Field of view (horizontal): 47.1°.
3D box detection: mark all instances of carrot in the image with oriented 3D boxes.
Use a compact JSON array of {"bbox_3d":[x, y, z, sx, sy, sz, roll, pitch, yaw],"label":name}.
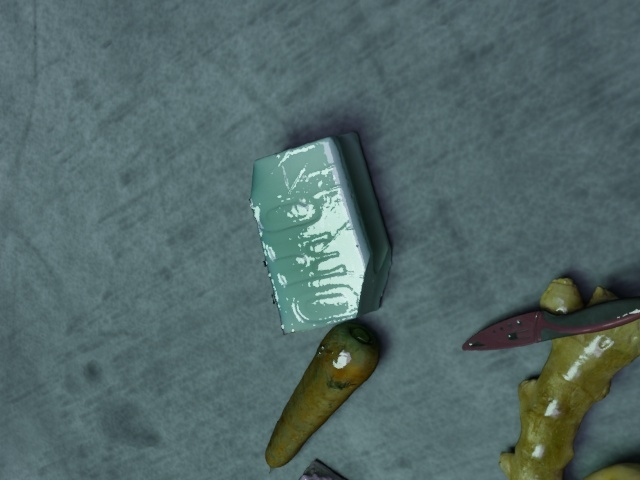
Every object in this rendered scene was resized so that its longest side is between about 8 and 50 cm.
[{"bbox_3d":[-0.016,0.227,0.972,0.078,0.078,0.298,37,120,11],"label":"carrot"}]

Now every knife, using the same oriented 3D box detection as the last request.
[{"bbox_3d":[0.245,0.091,0.793,0.247,0.018,0.035,-23,76,48],"label":"knife"}]

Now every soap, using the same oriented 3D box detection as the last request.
[{"bbox_3d":[0.000,0.000,0.890,0.145,0.091,0.231,-14,96,27],"label":"soap"}]

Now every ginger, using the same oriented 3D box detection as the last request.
[{"bbox_3d":[0.275,0.190,0.828,0.118,0.065,0.299,24,111,37],"label":"ginger"}]

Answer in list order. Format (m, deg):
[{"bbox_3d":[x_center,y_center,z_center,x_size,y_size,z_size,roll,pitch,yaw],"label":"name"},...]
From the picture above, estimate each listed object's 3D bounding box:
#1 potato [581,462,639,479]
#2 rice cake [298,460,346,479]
[{"bbox_3d":[0.371,0.347,0.788,0.150,0.146,0.234,-41,67,-16],"label":"potato"},{"bbox_3d":[-0.038,0.442,1.045,0.106,0.050,0.298,34,115,12],"label":"rice cake"}]
